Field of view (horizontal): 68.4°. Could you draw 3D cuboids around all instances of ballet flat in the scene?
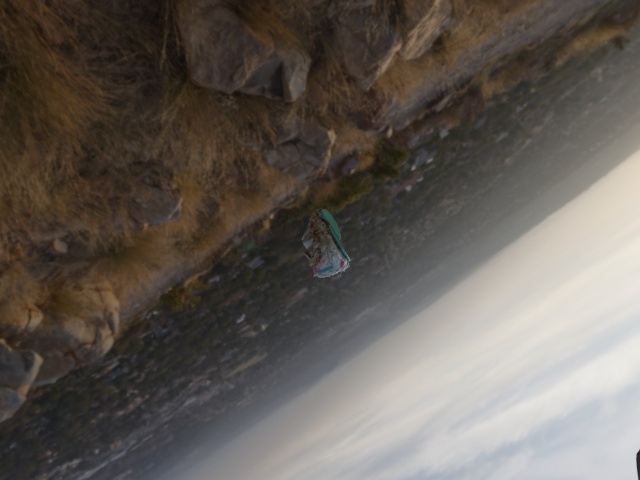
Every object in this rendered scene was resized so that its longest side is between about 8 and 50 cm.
[{"bbox_3d":[0.000,0.000,0.918,0.077,0.091,0.241,-33,-162,7],"label":"ballet flat"}]

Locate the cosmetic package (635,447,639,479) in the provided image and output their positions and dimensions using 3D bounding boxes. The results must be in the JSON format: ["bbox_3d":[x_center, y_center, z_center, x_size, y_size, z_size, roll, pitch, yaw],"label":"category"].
[{"bbox_3d":[0.686,0.417,0.800,0.238,0.107,0.127,-3,175,39],"label":"cosmetic package"}]
